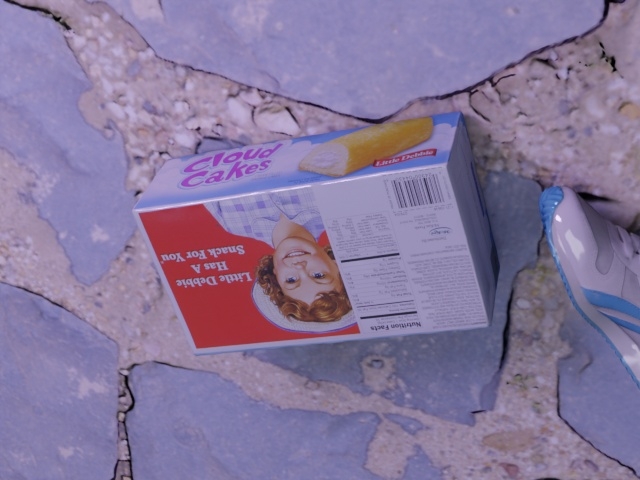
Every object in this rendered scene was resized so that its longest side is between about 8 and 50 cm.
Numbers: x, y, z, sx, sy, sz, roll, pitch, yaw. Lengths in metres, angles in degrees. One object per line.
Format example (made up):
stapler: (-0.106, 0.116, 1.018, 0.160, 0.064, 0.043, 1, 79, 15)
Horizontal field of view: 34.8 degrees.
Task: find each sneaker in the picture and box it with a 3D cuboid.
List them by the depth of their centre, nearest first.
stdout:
sneaker: (0.250, 0.034, 0.794, 0.092, 0.087, 0.229, -33, 116, 23)

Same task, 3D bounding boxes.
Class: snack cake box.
snack cake box: (0.000, 0.000, 0.833, 0.264, 0.089, 0.152, -7, 122, 20)
